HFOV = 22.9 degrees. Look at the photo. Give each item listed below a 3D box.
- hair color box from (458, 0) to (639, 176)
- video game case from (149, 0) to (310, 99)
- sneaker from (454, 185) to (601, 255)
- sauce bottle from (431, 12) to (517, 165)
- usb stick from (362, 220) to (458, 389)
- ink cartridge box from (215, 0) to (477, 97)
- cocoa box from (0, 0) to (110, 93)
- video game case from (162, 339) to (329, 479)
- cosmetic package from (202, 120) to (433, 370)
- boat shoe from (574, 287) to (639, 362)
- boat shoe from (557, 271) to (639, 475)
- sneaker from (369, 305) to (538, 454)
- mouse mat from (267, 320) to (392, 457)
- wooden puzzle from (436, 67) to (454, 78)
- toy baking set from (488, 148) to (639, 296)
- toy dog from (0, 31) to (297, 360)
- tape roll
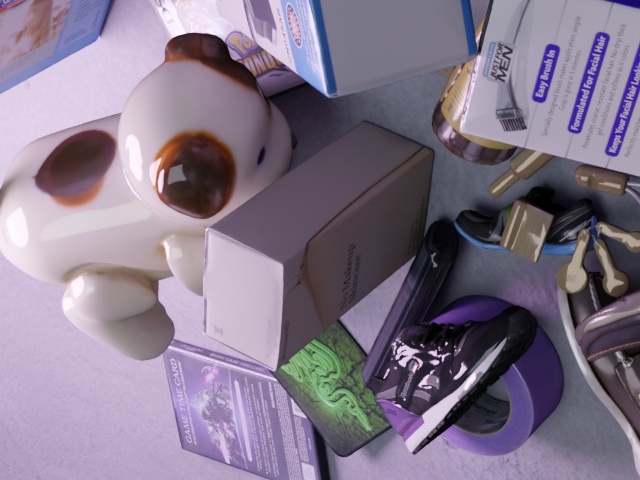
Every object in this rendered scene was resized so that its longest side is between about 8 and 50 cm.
[{"bbox_3d":[0.322,-0.164,1.544,0.339,0.110,0.185,14,129,3],"label":"hair color box"},{"bbox_3d":[-0.097,-0.293,1.951,0.275,0.035,0.248,-15,106,45],"label":"video game case"},{"bbox_3d":[0.241,-0.024,1.831,0.188,0.067,0.078,2,98,41],"label":"sneaker"},{"bbox_3d":[0.229,-0.224,1.662,0.111,0.111,0.344,42,137,11],"label":"sauce bottle"},{"bbox_3d":[0.111,0.087,1.998,0.045,0.077,0.278,17,134,-6],"label":"usb stick"},{"bbox_3d":[-0.009,-0.340,1.612,0.395,0.166,0.285,-135,30,-63],"label":"ink cartridge box"},{"bbox_3d":[-0.444,-0.331,1.993,0.228,0.347,0.231,41,137,11],"label":"cocoa box"},{"bbox_3d":[-0.111,0.261,2.338,0.274,0.026,0.196,14,125,35],"label":"video game case"},{"bbox_3d":[0.000,0.000,1.860,0.113,0.309,0.160,25,131,25],"label":"cosmetic package"},{"bbox_3d":[0.430,0.085,1.626,0.355,0.132,0.130,-19,87,33],"label":"boat shoe"},{"bbox_3d":[0.378,0.169,1.799,0.097,0.116,0.324,-24,98,33],"label":"boat shoe"},{"bbox_3d":[0.141,0.142,1.873,0.124,0.107,0.283,50,137,12],"label":"sneaker"},{"bbox_3d":[0.018,0.198,2.178,0.189,0.007,0.152,51,126,2],"label":"mouse mat"},{"bbox_3d":[0.130,-0.228,1.818,0.116,0.014,0.078,36,139,17],"label":"wooden puzzle"},{"bbox_3d":[0.311,-0.054,1.735,0.197,0.030,0.256,48,115,10],"label":"toy baking set"},{"bbox_3d":[-0.204,-0.089,1.949,0.395,0.284,0.408,29,142,-27],"label":"toy dog"},{"bbox_3d":[0.201,0.169,1.970,0.189,0.080,0.189,21,130,28],"label":"tape roll"}]
